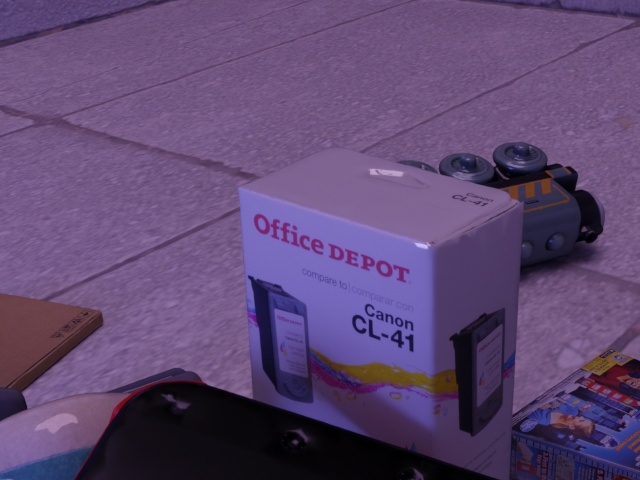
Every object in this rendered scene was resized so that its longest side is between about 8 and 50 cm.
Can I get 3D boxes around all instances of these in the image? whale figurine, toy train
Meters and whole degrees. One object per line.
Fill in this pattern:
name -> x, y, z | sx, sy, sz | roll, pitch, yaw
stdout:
whale figurine -> -0.183, 0.214, 0.919 | 0.272, 0.141, 0.216 | 0, -22, -45
toy train -> 0.220, -0.028, 1.375 | 0.333, 0.142, 0.190 | -12, 39, -23

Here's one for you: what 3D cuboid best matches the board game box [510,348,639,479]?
board game box -> 0.300, 0.195, 0.958 | 0.194, 0.060, 0.194 | -24, 33, -36

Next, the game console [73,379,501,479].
game console -> -0.015, 0.262, 0.690 | 0.386, 0.060, 0.342 | 16, 39, 7

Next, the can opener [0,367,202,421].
can opener -> -0.254, 0.178, 1.034 | 0.280, 0.093, 0.074 | -12, 7, -27

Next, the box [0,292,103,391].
box -> -0.390, 0.127, 1.242 | 0.164, 0.021, 0.201 | 8, 28, 23

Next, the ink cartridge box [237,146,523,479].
ink cartridge box -> 0.050, 0.095, 0.914 | 0.226, 0.306, 0.131 | 18, 32, 39
